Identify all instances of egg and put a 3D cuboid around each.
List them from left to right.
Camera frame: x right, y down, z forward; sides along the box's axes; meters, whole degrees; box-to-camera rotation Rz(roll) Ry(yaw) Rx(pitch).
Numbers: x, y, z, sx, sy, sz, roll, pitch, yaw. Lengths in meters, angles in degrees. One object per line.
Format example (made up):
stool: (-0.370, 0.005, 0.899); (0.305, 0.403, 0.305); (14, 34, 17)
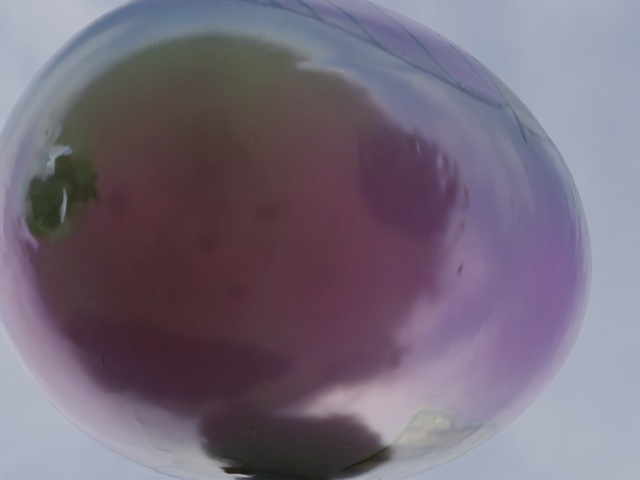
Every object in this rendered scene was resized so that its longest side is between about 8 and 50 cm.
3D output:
egg: (0.000, 0.000, 0.685); (0.196, 0.271, 0.196); (3, -86, 49)
